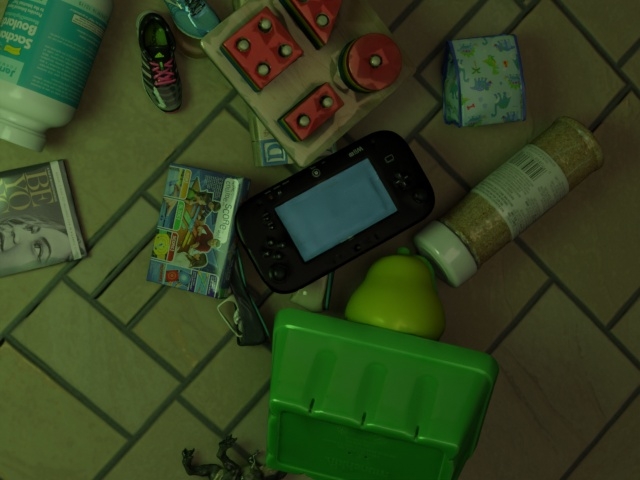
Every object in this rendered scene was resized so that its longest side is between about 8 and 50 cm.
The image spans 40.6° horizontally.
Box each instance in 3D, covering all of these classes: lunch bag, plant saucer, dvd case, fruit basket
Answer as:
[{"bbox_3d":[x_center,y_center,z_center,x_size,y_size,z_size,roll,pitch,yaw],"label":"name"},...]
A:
[{"bbox_3d":[0.282,-0.280,1.511,0.129,0.096,0.151,-9,106,-12],"label":"lunch bag"},{"bbox_3d":[-0.205,-0.340,1.432,0.084,0.015,0.083,-1,95,-14],"label":"plant saucer"},{"bbox_3d":[-0.503,-0.028,1.387,0.221,0.018,0.164,-13,97,-12],"label":"dvd case"},{"bbox_3d":[0.101,0.208,1.430,0.392,0.392,0.282,-5,129,-13],"label":"fruit basket"}]

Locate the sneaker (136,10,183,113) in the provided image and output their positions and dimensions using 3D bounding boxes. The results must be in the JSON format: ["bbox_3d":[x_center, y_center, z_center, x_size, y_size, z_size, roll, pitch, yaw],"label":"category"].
[{"bbox_3d":[-0.259,-0.289,1.393,0.063,0.075,0.170,-12,97,-12],"label":"sneaker"}]

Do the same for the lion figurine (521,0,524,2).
[{"bbox_3d":[0.335,-0.633,1.475,0.240,0.142,0.392,23,93,-7],"label":"lion figurine"}]

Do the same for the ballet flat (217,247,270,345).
[{"bbox_3d":[-0.147,0.088,1.456,0.074,0.074,0.203,-20,101,-11],"label":"ballet flat"}]

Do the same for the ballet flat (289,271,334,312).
[{"bbox_3d":[0.000,0.000,1.482,0.086,0.086,0.248,13,92,-14],"label":"ballet flat"}]

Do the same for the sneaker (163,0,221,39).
[{"bbox_3d":[-0.222,-0.388,1.381,0.162,0.073,0.063,45,80,-1],"label":"sneaker"}]

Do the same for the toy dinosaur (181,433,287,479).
[{"bbox_3d":[-0.172,0.401,1.482,0.268,0.064,0.118,-24,106,-7],"label":"toy dinosaur"}]

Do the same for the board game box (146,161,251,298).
[{"bbox_3d":[-0.200,-0.016,1.418,0.136,0.035,0.201,13,92,18],"label":"board game box"}]

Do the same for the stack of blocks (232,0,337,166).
[{"bbox_3d":[-0.040,-0.279,1.439,0.171,0.087,0.297,-8,96,-13],"label":"stack of blocks"}]

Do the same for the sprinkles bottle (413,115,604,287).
[{"bbox_3d":[0.332,-0.069,1.527,0.355,0.121,0.121,-39,102,-7],"label":"sprinkles bottle"}]

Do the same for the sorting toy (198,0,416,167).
[{"bbox_3d":[-0.008,-0.291,1.354,0.255,0.089,0.257,-41,102,-7],"label":"sorting toy"}]

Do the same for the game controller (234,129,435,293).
[{"bbox_3d":[0.024,-0.048,1.398,0.319,0.067,0.166,-29,97,-11],"label":"game controller"}]

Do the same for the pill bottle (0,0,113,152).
[{"bbox_3d":[-0.425,-0.273,1.319,0.146,0.146,0.264,20,89,-14],"label":"pill bottle"}]
